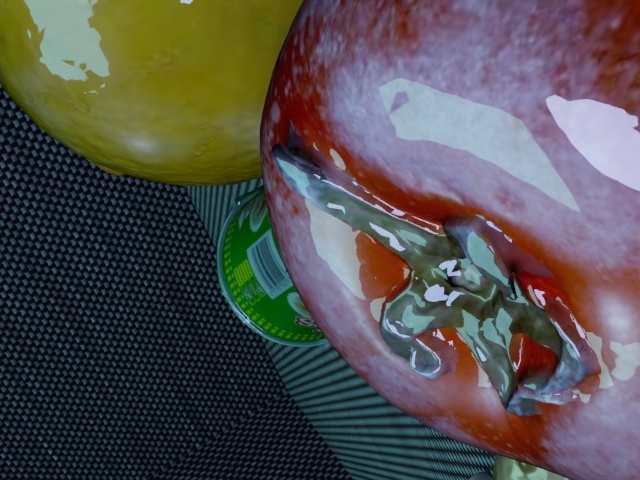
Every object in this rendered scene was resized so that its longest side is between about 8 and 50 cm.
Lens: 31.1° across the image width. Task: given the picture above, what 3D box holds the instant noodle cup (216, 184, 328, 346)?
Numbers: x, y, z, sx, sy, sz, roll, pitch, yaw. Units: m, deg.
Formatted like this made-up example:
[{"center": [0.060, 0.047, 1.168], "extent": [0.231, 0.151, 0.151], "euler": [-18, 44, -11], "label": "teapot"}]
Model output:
[{"center": [0.000, 0.000, 1.244], "extent": [0.207, 0.207, 0.233], "euler": [58, 163, 3], "label": "instant noodle cup"}]

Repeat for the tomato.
[{"center": [0.112, -0.037, 0.472], "extent": [0.270, 0.227, 0.270], "euler": [31, 145, 25], "label": "tomato"}]

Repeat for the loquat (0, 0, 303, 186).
[{"center": [-0.092, -0.184, 0.686], "extent": [0.328, 0.359, 0.328], "euler": [-13, -90, -84], "label": "loquat"}]

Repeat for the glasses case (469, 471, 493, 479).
[{"center": [0.229, 0.339, 1.541], "extent": [0.083, 0.032, 0.021], "euler": [43, 157, 55], "label": "glasses case"}]

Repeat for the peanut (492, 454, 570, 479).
[{"center": [0.231, 0.266, 1.025], "extent": [0.147, 0.148, 0.318], "euler": [-143, 34, -64], "label": "peanut"}]
